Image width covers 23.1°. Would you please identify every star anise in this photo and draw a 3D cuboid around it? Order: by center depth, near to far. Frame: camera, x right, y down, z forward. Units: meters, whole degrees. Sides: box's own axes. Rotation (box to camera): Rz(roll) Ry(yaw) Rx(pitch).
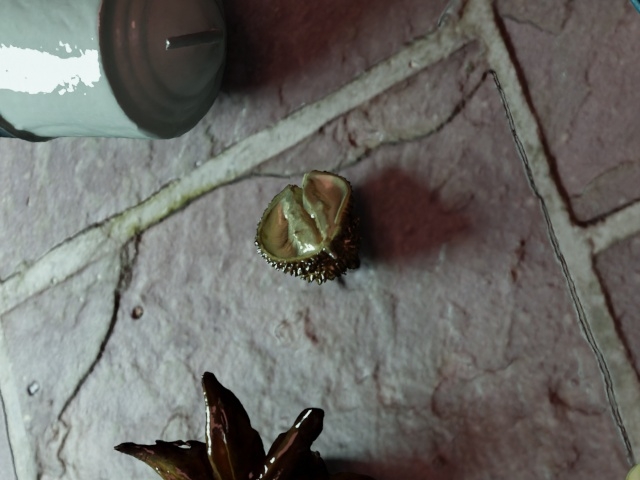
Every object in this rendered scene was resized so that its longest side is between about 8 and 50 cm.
[{"bbox_3d":[-0.060,0.239,1.458,0.271,0.102,0.272,4,105,16],"label":"star anise"}]

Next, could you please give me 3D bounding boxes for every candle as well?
[{"bbox_3d":[-0.225,-0.207,1.608,0.342,0.221,0.221,5,81,31],"label":"candle"}]

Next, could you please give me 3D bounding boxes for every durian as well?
[{"bbox_3d":[0.003,-0.001,1.486,0.110,0.071,0.140,-42,34,3],"label":"durian"}]

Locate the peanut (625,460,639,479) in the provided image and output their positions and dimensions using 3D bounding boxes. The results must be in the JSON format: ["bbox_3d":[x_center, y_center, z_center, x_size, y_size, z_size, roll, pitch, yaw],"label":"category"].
[{"bbox_3d":[0.347,0.260,1.160,0.290,0.130,0.130,44,104,27],"label":"peanut"}]

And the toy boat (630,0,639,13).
[{"bbox_3d":[0.311,-0.191,1.308,0.299,0.134,0.092,62,146,32],"label":"toy boat"}]
